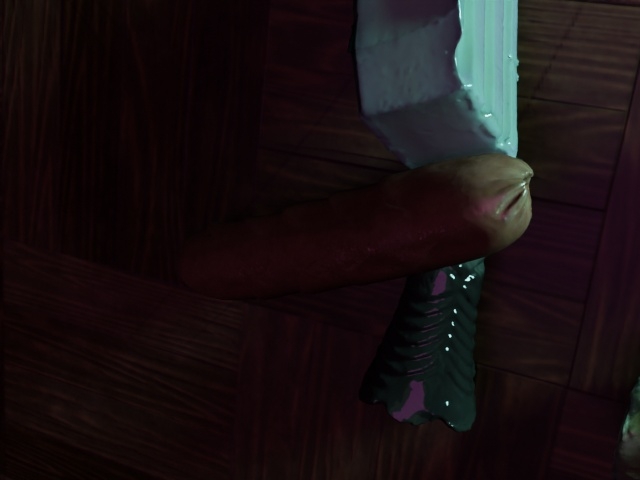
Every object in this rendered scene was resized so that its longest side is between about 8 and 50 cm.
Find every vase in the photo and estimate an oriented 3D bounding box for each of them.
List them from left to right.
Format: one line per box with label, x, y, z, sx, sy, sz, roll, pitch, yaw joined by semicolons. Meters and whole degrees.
vase;0.109;0.035;0.667;0.115;0.115;0.237;15;103;20

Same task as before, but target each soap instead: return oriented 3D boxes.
soap;0.090;-0.183;0.579;0.091;0.145;0.230;-8;64;29

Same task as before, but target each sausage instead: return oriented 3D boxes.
sausage;-0.001;0.002;0.659;0.433;0.088;0.087;-11;98;47

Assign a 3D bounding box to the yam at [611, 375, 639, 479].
yam;0.329;0.150;0.590;0.194;0.107;0.107;-1;102;25
